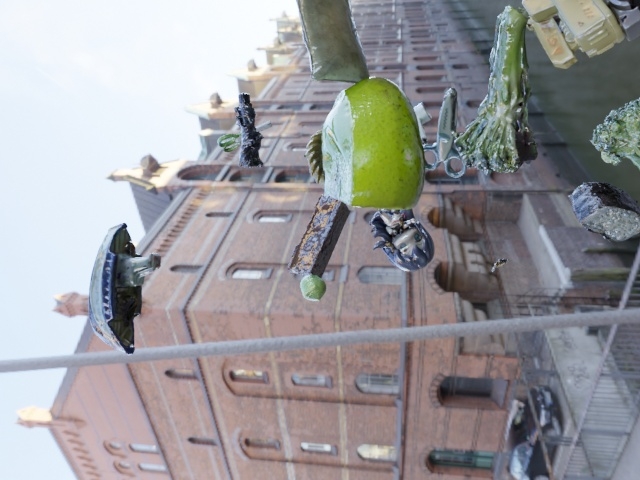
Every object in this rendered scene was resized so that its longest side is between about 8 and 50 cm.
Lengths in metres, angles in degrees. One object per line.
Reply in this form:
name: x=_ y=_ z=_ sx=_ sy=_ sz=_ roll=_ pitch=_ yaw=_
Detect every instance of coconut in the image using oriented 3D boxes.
coconut: x=-0.022 y=0.158 z=1.592 sx=0.096 sy=0.088 sz=0.088 roll=60 pitch=175 yaw=23

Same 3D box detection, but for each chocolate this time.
chocolate: x=0.000 y=0.000 z=1.791 sx=0.112 sy=0.112 sz=0.321 roll=36 pitch=-105 yaw=-55

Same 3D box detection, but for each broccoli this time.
broccoli: x=0.931 y=-0.278 z=1.337 sx=0.288 sy=0.248 sz=0.245 roll=-2 pitch=96 yaw=58
broccoli: x=0.345 y=-0.283 z=0.928 sx=0.165 sy=0.146 sz=0.304 roll=-106 pitch=16 yaw=-61

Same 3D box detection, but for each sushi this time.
sushi: x=0.822 y=-0.090 z=1.385 sx=0.124 sy=0.225 sz=0.127 roll=-49 pitch=33 yaw=43

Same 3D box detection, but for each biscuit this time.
biscuit: x=0.052 y=-0.263 z=1.776 sx=0.187 sy=0.273 sz=0.036 roll=-59 pitch=16 yaw=-25

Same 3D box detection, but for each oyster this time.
oyster: x=0.498 y=0.065 z=1.349 sx=0.019 sy=0.054 sz=0.083 roll=57 pitch=-154 yaw=16

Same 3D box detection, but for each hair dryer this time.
hair dryer: x=0.356 y=-0.408 z=1.796 sx=0.073 sy=0.131 sz=0.236 roll=44 pitch=-153 yaw=-33

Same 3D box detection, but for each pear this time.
pear: x=0.132 y=-0.237 z=1.194 sx=0.342 sy=0.239 sz=0.318 roll=-135 pitch=45 yaw=-75

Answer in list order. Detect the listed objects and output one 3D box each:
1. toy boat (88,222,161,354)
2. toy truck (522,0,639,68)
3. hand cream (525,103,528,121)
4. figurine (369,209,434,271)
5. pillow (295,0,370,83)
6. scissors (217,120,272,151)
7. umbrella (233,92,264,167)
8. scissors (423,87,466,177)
toy boat: x=-0.388 y=0.096 z=0.975 sx=0.114 sy=0.115 sz=0.262 roll=18 pitch=-102 yaw=-80
toy truck: x=0.582 y=-0.616 z=1.130 sx=0.181 sy=0.254 sz=0.405 roll=0 pitch=-118 yaw=-55
hand cream: x=0.653 y=-0.383 z=1.600 sx=0.095 sy=0.046 sz=0.175 roll=148 pitch=135 yaw=-68
figurine: x=0.275 y=-0.019 z=1.646 sx=0.265 sy=0.175 sz=0.197 roll=67 pitch=-160 yaw=6
pillow: x=0.026 y=-0.531 z=1.224 sx=0.075 sy=0.185 sz=0.302 roll=-23 pitch=77 yaw=57
scissors: x=-0.271 y=-0.383 z=1.752 sx=0.101 sy=0.204 sz=0.027 roll=46 pitch=-160 yaw=-77
umbrella: x=-0.213 y=-0.332 z=1.460 sx=0.080 sy=0.071 sz=0.224 roll=-12 pitch=-83 yaw=-51
scissors: x=0.317 y=-0.266 z=1.223 sx=0.041 sy=0.138 sz=0.289 roll=-56 pitch=-23 yaw=-25
